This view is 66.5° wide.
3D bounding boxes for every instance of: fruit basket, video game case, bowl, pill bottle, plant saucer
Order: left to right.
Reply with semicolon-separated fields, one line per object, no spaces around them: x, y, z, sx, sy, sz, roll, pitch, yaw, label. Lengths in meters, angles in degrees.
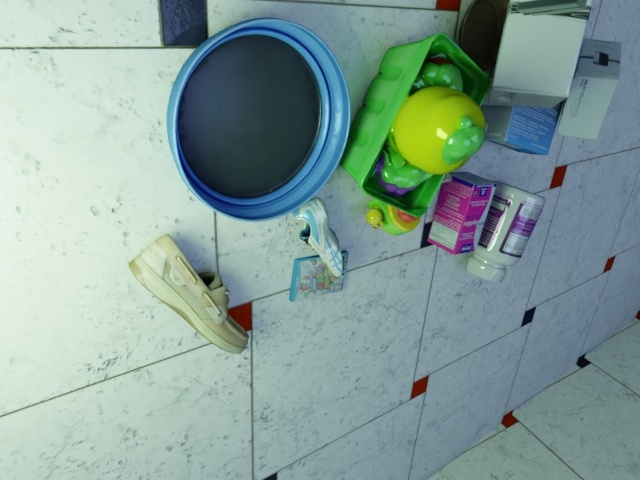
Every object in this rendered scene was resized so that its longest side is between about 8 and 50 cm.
-0.116;-0.230;0.968;0.391;0.077;0.390;-19;123;-31;bowl
-0.003;0.092;1.274;0.166;0.015;0.119;-8;118;-35;video game case
0.239;-0.234;1.052;0.283;0.392;0.391;19;101;-43;fruit basket
0.418;-0.539;1.255;0.199;0.036;0.198;-18;124;-30;plant saucer
0.584;-0.025;1.575;0.169;0.169;0.301;7;109;-41;pill bottle

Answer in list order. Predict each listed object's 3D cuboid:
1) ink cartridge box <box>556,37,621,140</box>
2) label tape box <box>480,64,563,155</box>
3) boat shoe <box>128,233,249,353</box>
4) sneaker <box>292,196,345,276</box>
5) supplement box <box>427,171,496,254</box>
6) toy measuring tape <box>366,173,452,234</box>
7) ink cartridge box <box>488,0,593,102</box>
0.803;-0.454;1.459;0.272;0.114;0.196;-55;152;-40;ink cartridge box
0.593;-0.438;1.395;0.249;0.115;0.347;4;101;-40;label tape box
-0.241;0.123;1.027;0.110;0.122;0.341;-45;132;-9;boat shoe
0.000;0.000;1.186;0.086;0.085;0.237;-23;126;1;sneaker
0.416;-0.081;1.450;0.111;0.114;0.219;-8;120;-37;supplement box
0.252;-0.090;1.311;0.330;0.121;0.121;-22;125;-34;toy measuring tape
0.513;-0.518;1.116;0.285;0.166;0.394;-26;128;-69;ink cartridge box
